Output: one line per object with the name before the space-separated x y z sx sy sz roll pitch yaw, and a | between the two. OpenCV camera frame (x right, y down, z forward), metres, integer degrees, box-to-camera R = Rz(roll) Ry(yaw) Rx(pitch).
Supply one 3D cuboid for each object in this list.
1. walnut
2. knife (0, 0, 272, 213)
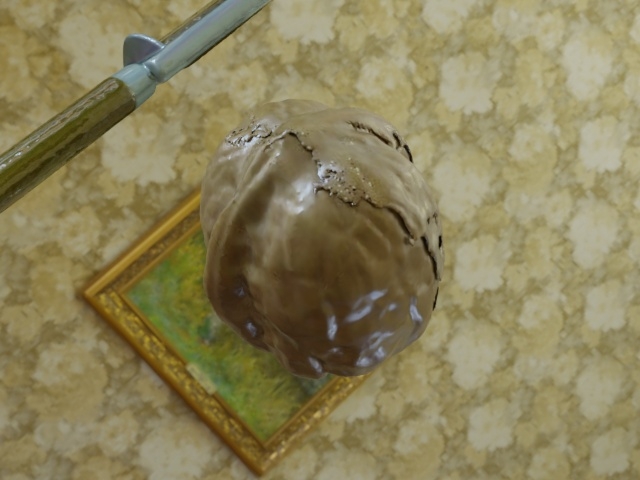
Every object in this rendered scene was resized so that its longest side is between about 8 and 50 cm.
walnut | 0.000 0.000 0.644 0.198 0.198 0.245 40 -21 35
knife | -0.076 -0.084 0.371 0.061 0.343 0.027 -2 -52 56
